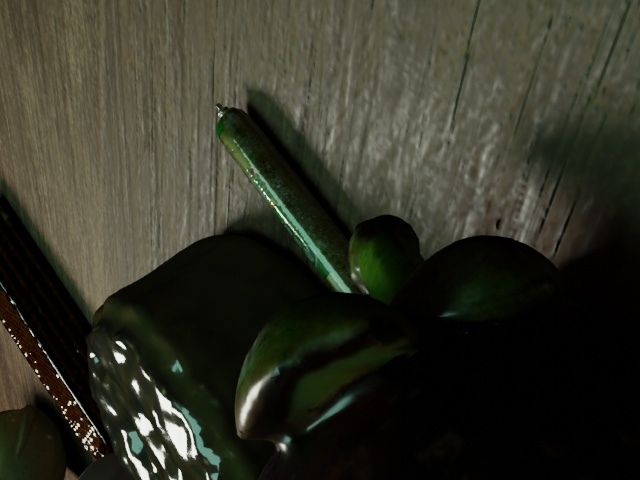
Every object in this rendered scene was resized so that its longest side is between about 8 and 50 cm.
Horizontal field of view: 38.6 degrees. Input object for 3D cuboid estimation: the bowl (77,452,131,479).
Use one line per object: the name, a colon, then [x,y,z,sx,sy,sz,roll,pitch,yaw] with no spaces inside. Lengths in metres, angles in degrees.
bowl: [-0.139,0.354,0.944,0.143,0.287,0.287,-12,110,16]

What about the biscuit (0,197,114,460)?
biscuit: [-0.368,0.122,1.235,0.388,0.073,0.107,55,148,8]

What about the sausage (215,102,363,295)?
sausage: [0.000,0.000,0.685,0.269,0.032,0.033,53,146,10]

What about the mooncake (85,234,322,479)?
mooncake: [-0.087,0.151,0.804,0.290,0.161,0.290,34,139,36]

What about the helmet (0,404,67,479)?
helmet: [-0.510,0.348,1.545,0.204,0.137,0.257,34,175,-38]

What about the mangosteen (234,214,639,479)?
mangosteen: [0.093,0.154,0.466,0.311,0.311,0.311,33,139,35]
